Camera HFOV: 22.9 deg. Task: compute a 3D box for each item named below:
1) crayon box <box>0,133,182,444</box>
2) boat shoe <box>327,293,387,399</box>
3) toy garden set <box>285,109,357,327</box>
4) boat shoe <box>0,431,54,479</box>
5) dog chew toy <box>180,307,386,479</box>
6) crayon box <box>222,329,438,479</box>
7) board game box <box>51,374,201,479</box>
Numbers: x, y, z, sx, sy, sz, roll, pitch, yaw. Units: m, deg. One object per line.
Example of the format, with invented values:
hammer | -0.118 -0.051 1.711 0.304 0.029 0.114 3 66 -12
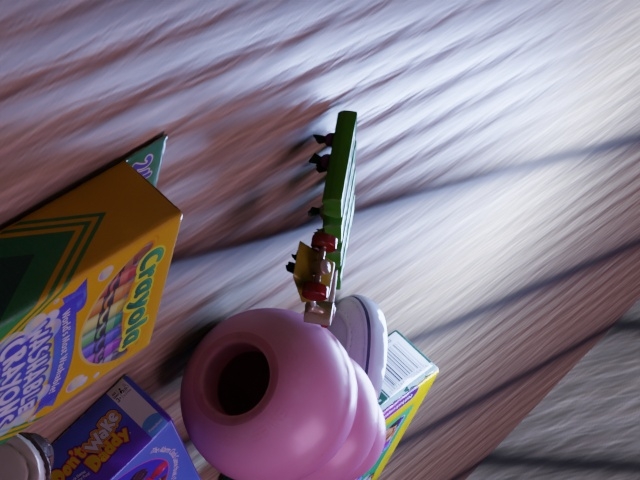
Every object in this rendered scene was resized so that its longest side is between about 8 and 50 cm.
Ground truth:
crayon box | -0.239 0.063 1.377 0.323 0.083 0.203 -35 158 -36
boat shoe | -0.039 0.235 2.102 0.156 0.136 0.367 19 95 -35
toy garden set | 0.000 0.000 1.736 0.244 0.049 0.203 89 10 -66
boat shoe | -0.380 0.300 1.490 0.324 0.116 0.097 -44 174 3
dog chew toy | -0.026 0.206 1.890 0.206 0.206 0.332 -49 148 2
crayon box | -0.012 0.339 2.416 0.363 0.106 0.313 -31 156 -41
board game box | -0.258 0.315 1.849 0.233 0.078 0.347 -43 161 -15
